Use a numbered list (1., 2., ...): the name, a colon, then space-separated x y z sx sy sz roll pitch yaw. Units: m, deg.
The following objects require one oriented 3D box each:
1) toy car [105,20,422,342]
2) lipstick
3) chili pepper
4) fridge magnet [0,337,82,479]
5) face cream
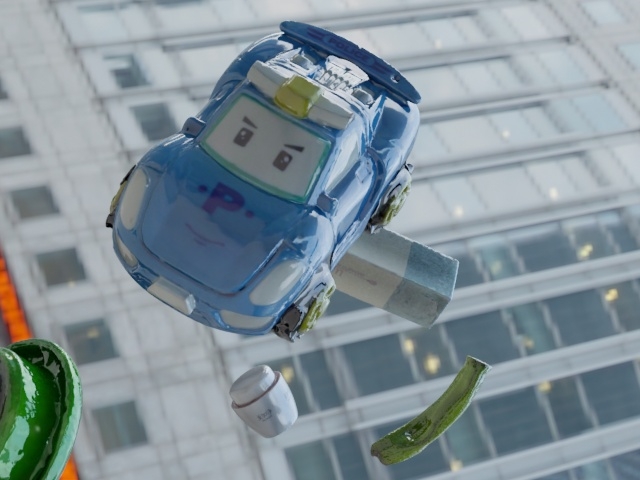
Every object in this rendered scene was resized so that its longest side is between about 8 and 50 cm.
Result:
1. toy car: -0.038 -0.060 1.213 0.198 0.314 0.166 30 -45 10
2. lipstick: 0.000 0.000 1.673 0.066 0.317 0.068 122 -11 -45
3. chili pepper: 0.157 0.237 1.999 0.052 0.202 0.050 48 4 28
4. fridge magnet: -0.284 0.174 1.245 0.208 0.088 0.208 -27 -137 28
5. face cream: -0.086 0.246 2.235 0.095 0.091 0.091 56 -21 -15
